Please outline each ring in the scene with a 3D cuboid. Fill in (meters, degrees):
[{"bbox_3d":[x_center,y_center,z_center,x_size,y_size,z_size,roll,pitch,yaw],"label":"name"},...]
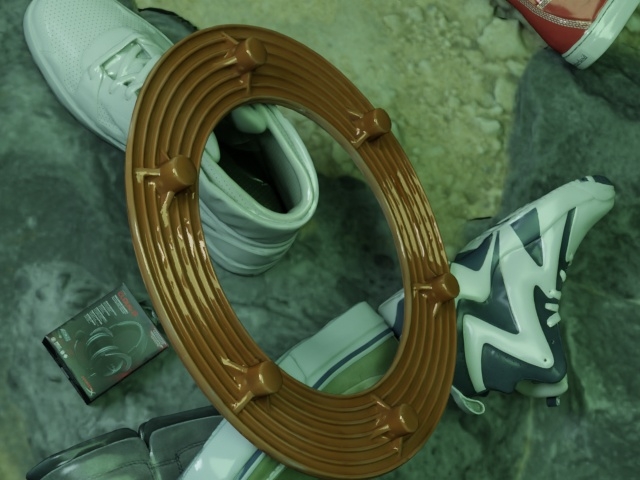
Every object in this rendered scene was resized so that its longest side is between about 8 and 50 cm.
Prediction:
[{"bbox_3d":[0.000,0.000,0.897,0.336,0.032,0.336,27,52,-40],"label":"ring"}]

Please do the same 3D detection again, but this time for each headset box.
[{"bbox_3d":[-0.164,0.078,0.997,0.083,0.032,0.062,-35,88,-21],"label":"headset box"}]

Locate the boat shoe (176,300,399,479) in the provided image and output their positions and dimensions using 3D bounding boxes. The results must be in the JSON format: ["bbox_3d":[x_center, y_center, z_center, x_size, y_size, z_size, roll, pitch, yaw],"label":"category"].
[{"bbox_3d":[-0.001,0.130,0.928,0.094,0.109,0.302,41,31,8],"label":"boat shoe"}]

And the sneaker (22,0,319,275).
[{"bbox_3d":[-0.111,-0.111,0.990,0.292,0.169,0.108,46,70,-1],"label":"sneaker"}]

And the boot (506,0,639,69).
[{"bbox_3d":[0.246,-0.303,1.200,0.176,0.088,0.244,38,72,-4],"label":"boot"}]

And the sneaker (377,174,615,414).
[{"bbox_3d":[0.181,0.057,1.081,0.235,0.094,0.153,-33,89,-22],"label":"sneaker"}]

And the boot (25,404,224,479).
[{"bbox_3d":[-0.036,0.223,0.964,0.338,0.118,0.223,-4,67,-27],"label":"boot"}]
